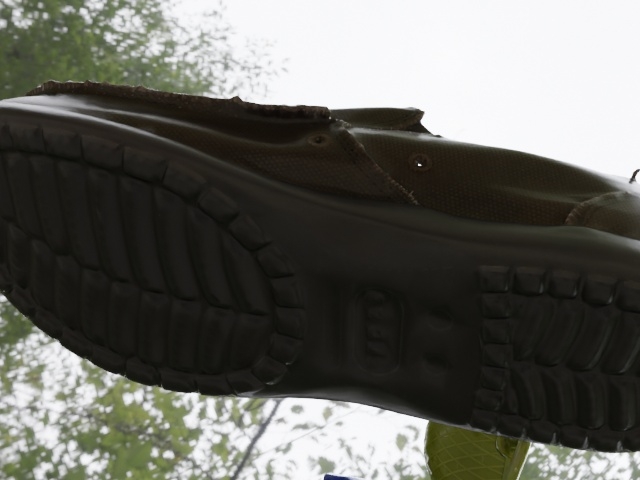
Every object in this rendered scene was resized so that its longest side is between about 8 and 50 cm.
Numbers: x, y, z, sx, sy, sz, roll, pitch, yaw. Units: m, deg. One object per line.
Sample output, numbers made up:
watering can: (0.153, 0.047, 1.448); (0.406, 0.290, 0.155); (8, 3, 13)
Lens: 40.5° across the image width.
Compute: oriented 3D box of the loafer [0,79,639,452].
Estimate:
loafer: (0.000, 0.000, 0.419); (0.365, 0.130, 0.134); (15, -55, 8)

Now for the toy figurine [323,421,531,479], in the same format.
toy figurine: (0.018, 0.262, 0.639); (0.217, 0.191, 0.363); (8, -82, 12)
